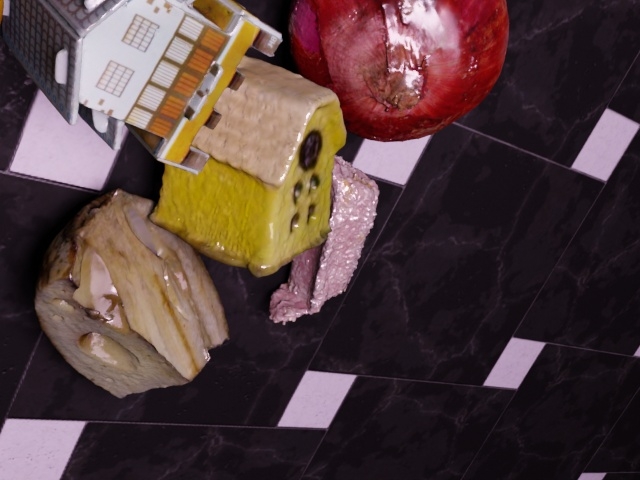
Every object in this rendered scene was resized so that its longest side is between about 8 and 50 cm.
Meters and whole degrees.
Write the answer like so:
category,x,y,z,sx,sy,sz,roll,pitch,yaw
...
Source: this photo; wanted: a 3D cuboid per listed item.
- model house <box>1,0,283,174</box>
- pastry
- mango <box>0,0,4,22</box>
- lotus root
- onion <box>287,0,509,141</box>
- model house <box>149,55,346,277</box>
category,x,y,z,sx,sy,sz,roll,pitch,yaw
model house,-0.201,-0.213,0.912,0.215,0.224,0.198,22,108,-47
pastry,0.010,0.004,1.293,0.112,0.103,0.265,9,117,-32
mango,-0.387,-0.218,0.862,0.163,0.089,0.111,-37,131,8
lotus root,-0.256,0.076,1.141,0.210,0.141,0.314,-64,142,-42
onion,0.092,-0.252,1.071,0.276,0.276,0.276,-19,129,-25
model house,-0.086,-0.108,1.052,0.174,0.193,0.234,-37,144,-46
